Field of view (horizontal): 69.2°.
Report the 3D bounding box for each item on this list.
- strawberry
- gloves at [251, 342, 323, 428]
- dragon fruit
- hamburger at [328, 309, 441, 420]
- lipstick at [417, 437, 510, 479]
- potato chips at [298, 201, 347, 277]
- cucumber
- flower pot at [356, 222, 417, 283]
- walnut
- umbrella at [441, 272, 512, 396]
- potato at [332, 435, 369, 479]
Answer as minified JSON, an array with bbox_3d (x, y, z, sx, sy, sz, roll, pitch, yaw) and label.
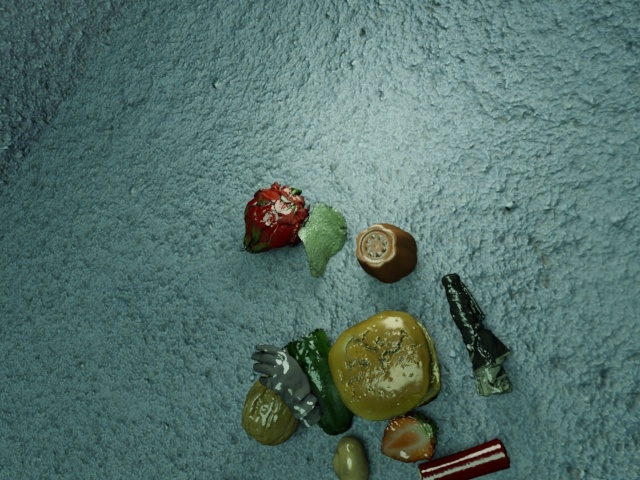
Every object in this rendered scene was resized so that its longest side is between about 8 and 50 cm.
[{"bbox_3d":[0.258,0.571,1.339,0.187,0.082,0.147,-36,70,20],"label":"strawberry"},{"bbox_3d":[-0.095,0.414,1.366,0.285,0.142,0.119,41,126,17],"label":"gloves"},{"bbox_3d":[-0.157,-0.050,1.561,0.233,0.233,0.293,31,98,24],"label":"dragon fruit"},{"bbox_3d":[0.187,0.360,1.339,0.304,0.174,0.284,-30,61,15],"label":"hamburger"},{"bbox_3d":[0.386,0.610,1.255,0.241,0.080,0.080,-22,72,5],"label":"lipstick"},{"bbox_3d":[0.004,0.003,1.514,0.228,0.167,0.059,-60,25,-2],"label":"potato chips"},{"bbox_3d":[0.007,0.441,1.438,0.105,0.145,0.326,-38,69,45],"label":"cucumber"},{"bbox_3d":[0.191,0.028,1.419,0.190,0.173,0.191,-5,76,21],"label":"flower pot"},{"bbox_3d":[-0.147,0.526,1.459,0.213,0.213,0.214,-4,79,22],"label":"walnut"},{"bbox_3d":[0.437,0.256,1.305,0.106,0.113,0.358,-32,68,38],"label":"umbrella"},{"bbox_3d":[0.090,0.660,1.380,0.111,0.112,0.147,-14,72,20],"label":"potato"}]
